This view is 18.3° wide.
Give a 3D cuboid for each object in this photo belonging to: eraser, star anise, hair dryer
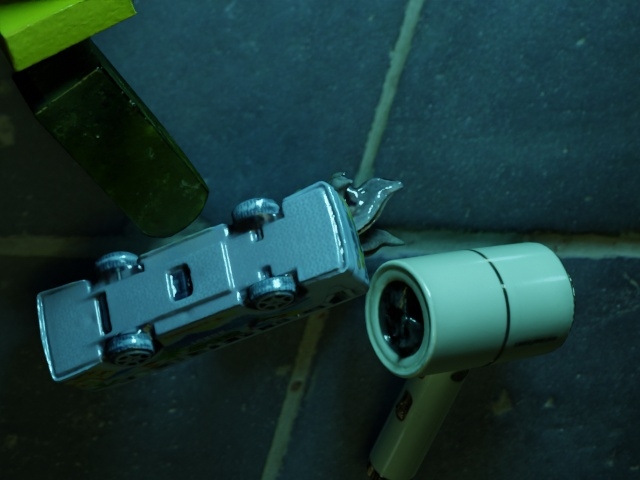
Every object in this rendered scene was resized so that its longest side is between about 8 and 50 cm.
[{"bbox_3d":[-0.235,-0.212,1.768,0.122,0.097,0.045,-26,130,-9],"label":"eraser"},{"bbox_3d":[0.000,0.000,2.059,0.204,0.061,0.180,-45,137,12],"label":"star anise"},{"bbox_3d":[0.123,0.158,2.202,0.203,0.128,0.362,-7,137,-34],"label":"hair dryer"}]

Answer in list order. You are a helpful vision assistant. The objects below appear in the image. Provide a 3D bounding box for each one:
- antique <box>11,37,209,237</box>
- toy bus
[{"bbox_3d":[-0.192,-0.092,1.888,0.081,0.080,0.221,-36,132,3],"label":"antique"},{"bbox_3d":[-0.107,0.052,1.939,0.329,0.109,0.136,-21,157,18],"label":"toy bus"}]
